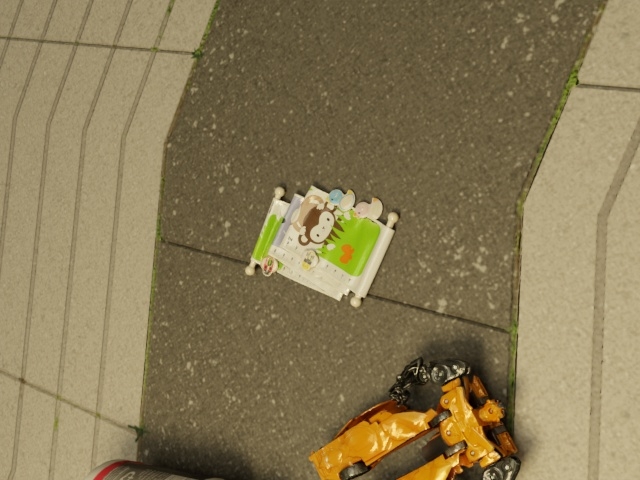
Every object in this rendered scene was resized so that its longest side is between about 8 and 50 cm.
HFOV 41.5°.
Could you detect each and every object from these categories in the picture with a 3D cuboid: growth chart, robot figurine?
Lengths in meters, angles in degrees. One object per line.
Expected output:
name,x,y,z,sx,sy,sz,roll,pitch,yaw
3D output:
growth chart,0.000,0.000,1.280,0.237,0.021,0.172,17,92,33
robot figurine,0.128,0.282,1.115,0.291,0.085,0.211,-36,65,25

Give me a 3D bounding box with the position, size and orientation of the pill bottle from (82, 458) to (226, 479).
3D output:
pill bottle,-0.211,0.436,1.262,0.318,0.176,0.176,0,83,34
